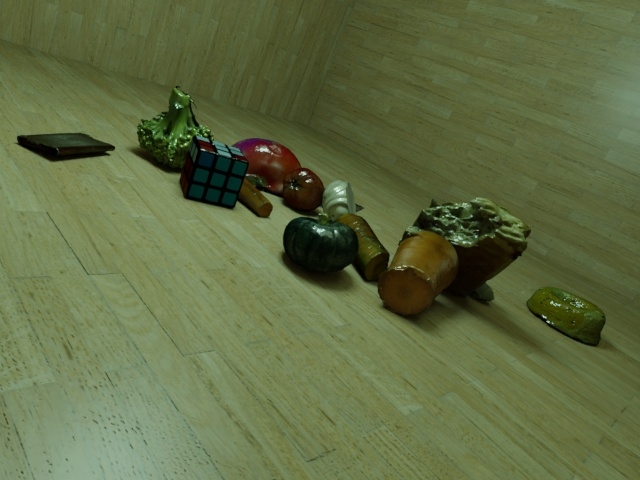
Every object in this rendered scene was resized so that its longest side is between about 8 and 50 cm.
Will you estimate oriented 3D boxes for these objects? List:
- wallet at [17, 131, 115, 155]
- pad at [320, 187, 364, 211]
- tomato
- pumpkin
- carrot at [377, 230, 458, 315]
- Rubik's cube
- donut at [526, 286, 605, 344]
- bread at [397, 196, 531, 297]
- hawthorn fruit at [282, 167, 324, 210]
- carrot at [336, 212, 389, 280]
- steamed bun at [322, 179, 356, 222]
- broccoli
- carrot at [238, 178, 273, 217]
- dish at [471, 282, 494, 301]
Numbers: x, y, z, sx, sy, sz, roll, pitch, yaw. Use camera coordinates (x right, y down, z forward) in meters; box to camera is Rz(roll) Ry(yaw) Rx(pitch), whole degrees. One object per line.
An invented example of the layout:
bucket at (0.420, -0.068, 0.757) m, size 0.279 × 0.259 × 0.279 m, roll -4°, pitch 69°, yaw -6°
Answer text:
wallet at (-0.733, -0.280, 1.369) m, size 0.133 × 0.039 × 0.243 m, roll 19°, pitch 19°, yaw 7°
pad at (0.053, -0.166, 2.013) m, size 0.220 × 0.004 × 0.330 m, roll 27°, pitch 19°, yaw 13°
tomato at (-0.223, -0.314, 1.841) m, size 0.335 × 0.176 × 0.289 m, roll 15°, pitch 17°, yaw -18°
pumpkin at (0.001, 0.002, 1.271) m, size 0.212 × 0.152 × 0.211 m, roll 22°, pitch 13°, yaw -5°
carrot at (0.274, 0.090, 1.296) m, size 0.196 × 0.195 × 0.254 m, roll 28°, pitch 21°, yaw 13°
Rubik's cube at (-0.332, -0.213, 1.456) m, size 0.162 × 0.160 × 0.163 m, roll 13°, pitch 21°, yaw -27°
donut at (0.891, 0.254, 1.694) m, size 0.272 × 0.107 × 0.272 m, roll 20°, pitch 17°, yaw -6°
bread at (0.436, -0.010, 1.464) m, size 0.314 × 0.370 × 0.191 m, roll 31°, pitch 55°, yaw 8°
hawthorn fruit at (-0.046, -0.178, 1.747) m, size 0.163 × 0.162 × 0.203 m, roll 37°, pitch 9°, yaw 35°
carrot at (0.130, 0.011, 1.461) m, size 0.114 × 0.114 × 0.302 m, roll 14°, pitch 23°, yaw -25°
steamed bun at (0.065, -0.132, 1.716) m, size 0.106 × 0.182 × 0.183 m, roll -8°, pitch 14°, yaw 14°
broccoli at (-0.497, -0.349, 1.560) m, size 0.243 × 0.273 × 0.180 m, roll 25°, pitch 52°, yaw 9°
carrot at (-0.240, -0.155, 1.555) m, size 0.067 × 0.067 × 0.225 m, roll 1°, pitch 31°, yaw -48°
dish at (0.523, 0.163, 1.593) m, size 0.039 × 0.091 × 0.137 m, roll -36°, pitch 44°, yaw -15°
